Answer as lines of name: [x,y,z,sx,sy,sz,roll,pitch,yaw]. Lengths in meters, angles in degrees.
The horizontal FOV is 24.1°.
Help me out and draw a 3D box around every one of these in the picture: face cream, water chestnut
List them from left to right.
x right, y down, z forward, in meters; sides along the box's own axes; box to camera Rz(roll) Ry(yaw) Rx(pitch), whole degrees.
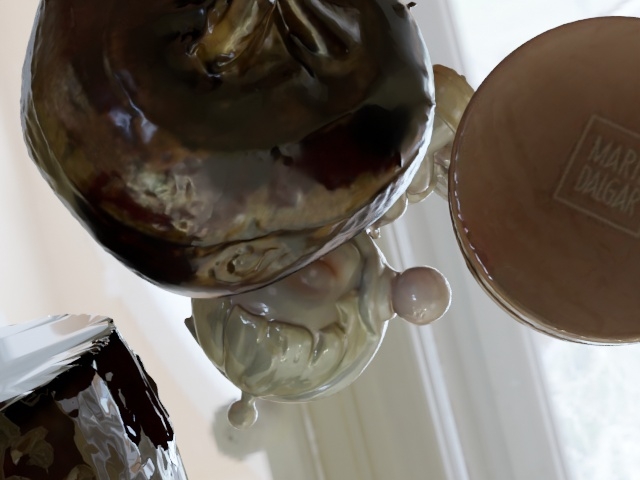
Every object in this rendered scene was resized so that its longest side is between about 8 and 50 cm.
water chestnut: [-0.050,-0.085,0.790,0.224,0.223,0.238,-12,160,-29]
face cream: [0.135,-0.024,0.713,0.149,0.149,0.104,-14,175,4]

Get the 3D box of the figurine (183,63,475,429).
figurine: [-0.004,0.000,0.983,0.256,0.182,0.144,-53,-179,-10]

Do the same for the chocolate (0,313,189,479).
chocolate: [-0.223,0.248,0.837,0.384,0.331,0.383,-17,-170,3]
